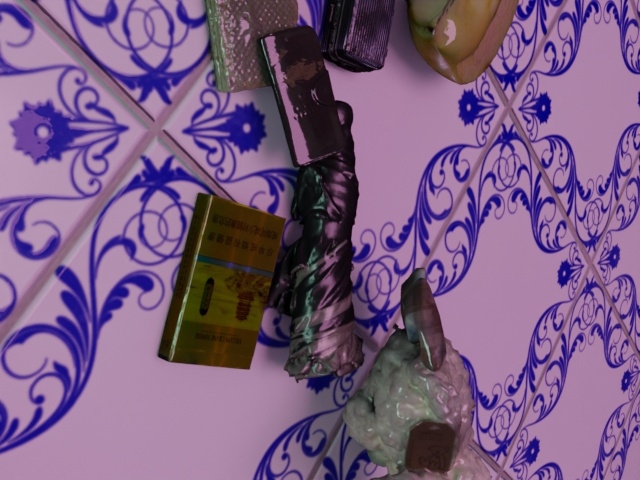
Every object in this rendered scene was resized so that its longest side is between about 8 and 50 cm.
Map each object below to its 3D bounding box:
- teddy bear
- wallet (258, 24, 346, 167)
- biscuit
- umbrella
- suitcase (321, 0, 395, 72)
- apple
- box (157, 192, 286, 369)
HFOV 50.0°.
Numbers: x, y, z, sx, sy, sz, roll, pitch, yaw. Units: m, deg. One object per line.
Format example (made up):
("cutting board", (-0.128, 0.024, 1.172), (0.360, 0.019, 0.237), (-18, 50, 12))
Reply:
("teddy bear", (0.069, 0.285, 0.909), (0.362, 0.375, 0.327), (58, 12, -2))
("wallet", (-0.019, -0.169, 0.804), (0.082, 0.018, 0.157), (-22, 106, -29))
("biscuit", (-0.078, -0.276, 0.783), (0.121, 0.040, 0.200), (-20, 111, -38))
("umbrella", (0.001, 0.000, 0.885), (0.113, 0.106, 0.358), (5, 86, -54))
("suitcase", (0.050, -0.285, 0.891), (0.086, 0.059, 0.126), (8, 91, -43))
("apple", (0.209, -0.342, 0.999), (0.265, 0.120, 0.193), (-60, 144, -14))
("box", (-0.112, 0.052, 0.812), (0.121, 0.030, 0.193), (17, 86, -44))
